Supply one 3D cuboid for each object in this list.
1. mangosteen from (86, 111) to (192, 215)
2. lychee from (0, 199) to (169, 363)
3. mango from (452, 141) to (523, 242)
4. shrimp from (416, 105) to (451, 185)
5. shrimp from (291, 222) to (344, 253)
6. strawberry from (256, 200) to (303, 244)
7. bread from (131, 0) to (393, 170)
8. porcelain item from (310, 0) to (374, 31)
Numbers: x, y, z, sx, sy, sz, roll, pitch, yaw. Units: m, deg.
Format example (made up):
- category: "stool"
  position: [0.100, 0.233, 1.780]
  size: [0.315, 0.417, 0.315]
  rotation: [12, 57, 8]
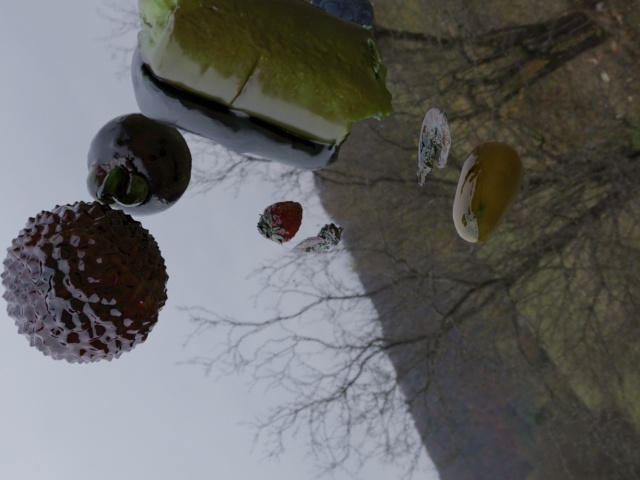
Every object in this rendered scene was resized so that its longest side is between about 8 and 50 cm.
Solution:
- category: "mangosteen"
  position: [-0.542, -0.217, 1.858]
  size: [0.306, 0.306, 0.359]
  rotation: [61, -153, 3]
- category: "lychee"
  position: [-0.612, 0.124, 1.692]
  size: [0.499, 0.425, 0.424]
  rotation: [100, 153, -47]
- category: "mango"
  position: [0.464, -0.130, 1.812]
  size: [0.173, 0.317, 0.211]
  rotation: [20, 160, 10]
- category: "shrimp"
  position: [0.310, -0.245, 1.771]
  size: [0.143, 0.052, 0.251]
  rotation: [-115, 19, -47]
- category: "shrimp"
  position: [0.000, 0.000, 1.233]
  size: [0.190, 0.101, 0.042]
  rotation: [139, 112, -72]
- category: "strawberry"
  position: [-0.111, -0.054, 1.865]
  size: [0.148, 0.131, 0.131]
  rotation: [-17, -104, -56]
- category: "bread"
  position: [-0.085, -0.257, 0.942]
  size: [0.377, 0.208, 0.251]
  rotation: [15, -121, -22]
- category: "porcelain item"
  position: [0.042, -0.467, 1.407]
  size: [0.114, 0.147, 0.147]
  rotation: [96, 151, -60]
